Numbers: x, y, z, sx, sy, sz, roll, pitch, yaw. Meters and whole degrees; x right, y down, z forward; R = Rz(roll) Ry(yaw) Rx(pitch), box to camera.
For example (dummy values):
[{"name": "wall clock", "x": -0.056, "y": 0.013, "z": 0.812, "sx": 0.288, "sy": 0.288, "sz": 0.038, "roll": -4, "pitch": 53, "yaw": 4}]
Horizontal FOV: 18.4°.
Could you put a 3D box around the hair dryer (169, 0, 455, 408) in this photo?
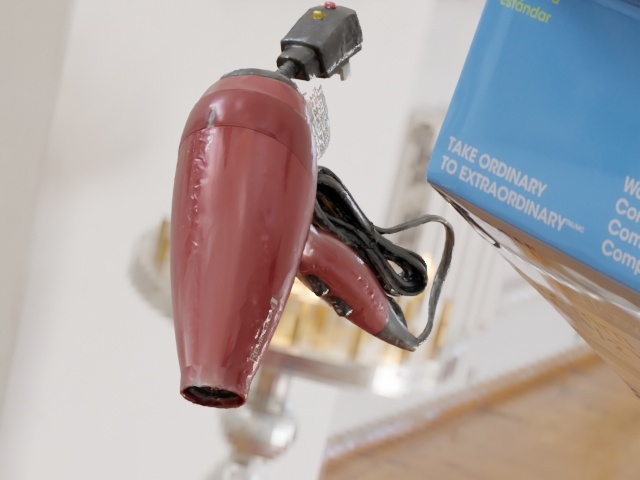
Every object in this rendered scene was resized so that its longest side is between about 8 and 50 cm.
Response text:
[{"name": "hair dryer", "x": 0.000, "y": 0.000, "z": 1.135, "sx": 0.080, "sy": 0.224, "sz": 0.293, "roll": -15, "pitch": 18, "yaw": 37}]

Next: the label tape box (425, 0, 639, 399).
[{"name": "label tape box", "x": 0.179, "y": 0.006, "z": 0.842, "sx": 0.249, "sy": 0.115, "sz": 0.347, "roll": 32, "pitch": -5, "yaw": 45}]
